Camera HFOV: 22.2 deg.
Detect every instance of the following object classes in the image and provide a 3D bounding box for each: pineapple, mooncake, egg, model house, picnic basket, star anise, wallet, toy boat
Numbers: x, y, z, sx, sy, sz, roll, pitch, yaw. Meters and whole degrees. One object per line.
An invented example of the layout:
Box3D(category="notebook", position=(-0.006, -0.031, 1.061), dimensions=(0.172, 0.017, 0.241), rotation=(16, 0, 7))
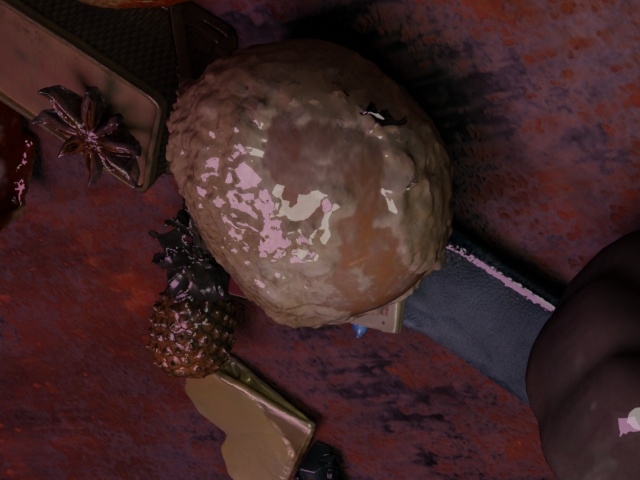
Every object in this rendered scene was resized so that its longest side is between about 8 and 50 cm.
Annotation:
Box3D(category="pineapple", position=(-0.153, 0.053, 1.966), dimensions=(0.125, 0.125, 0.251), rotation=(28, 136, 18))
Box3D(category="mooncake", position=(0.332, 0.124, 1.436), dimensions=(0.306, 0.306, 0.154), rotation=(35, 135, 10))
Box3D(category="egg", position=(-0.005, -0.058, 1.591), dimensions=(0.310, 0.279, 0.279), rotation=(50, 143, -17))
Box3D(category="model house", position=(-0.473, -0.120, 2.041), dimensions=(0.196, 0.160, 0.254), rotation=(22, 141, 26))
Box3D(category="picnic basket", position=(-0.234, -0.194, 1.756), dimensions=(0.267, 0.139, 0.165), rotation=(33, 143, 12))
Box3D(category="star anise", position=(-0.237, -0.112, 1.687), dimensions=(0.141, 0.042, 0.141), rotation=(22, 140, 20))
Box3D(category="wallet", position=(0.255, 0.128, 1.716), dimensions=(0.379, 0.046, 0.190), rotation=(34, 144, 10))
Box3D(category="toy boat", position=(0.006, 0.332, 2.146), dimensions=(0.060, 0.055, 0.141), rotation=(5, 131, 30))

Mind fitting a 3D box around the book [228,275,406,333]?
Box3D(category="book", position=(0.000, 0.000, 1.769), dimensions=(0.232, 0.022, 0.162), rotation=(12, 100, 36))

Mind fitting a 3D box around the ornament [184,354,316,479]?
Box3D(category="ornament", position=(-0.076, 0.239, 2.129), dimensions=(0.180, 0.059, 0.201), rotation=(-5, 122, 42))

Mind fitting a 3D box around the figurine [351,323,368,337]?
Box3D(category="figurine", position=(0.028, 0.062, 1.831), dimensions=(0.114, 0.079, 0.114), rotation=(51, 167, 16))

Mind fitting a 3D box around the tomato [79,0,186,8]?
Box3D(category="tomato", position=(-0.165, -0.347, 1.451), dimensions=(0.303, 0.303, 0.239), rotation=(45, 159, -4))
